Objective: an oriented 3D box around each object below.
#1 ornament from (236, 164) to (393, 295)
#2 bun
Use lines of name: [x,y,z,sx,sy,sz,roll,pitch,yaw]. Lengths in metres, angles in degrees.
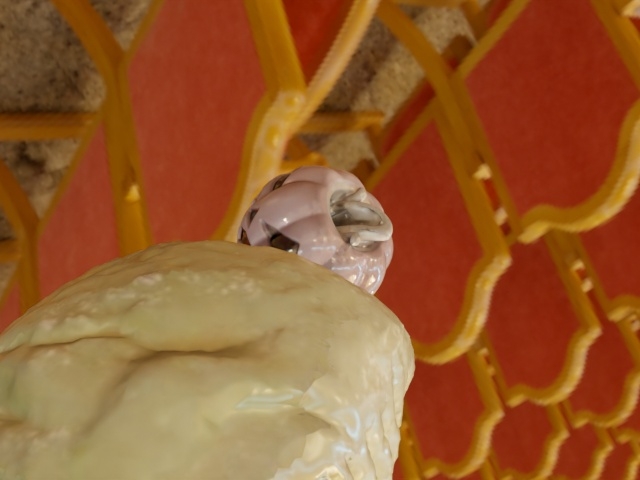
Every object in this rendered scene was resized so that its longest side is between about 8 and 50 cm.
ornament: [0.000,-0.001,1.213,0.177,0.178,0.177,-22,154,-11]
bun: [-0.086,0.149,0.557,0.227,0.352,0.349,14,133,7]
